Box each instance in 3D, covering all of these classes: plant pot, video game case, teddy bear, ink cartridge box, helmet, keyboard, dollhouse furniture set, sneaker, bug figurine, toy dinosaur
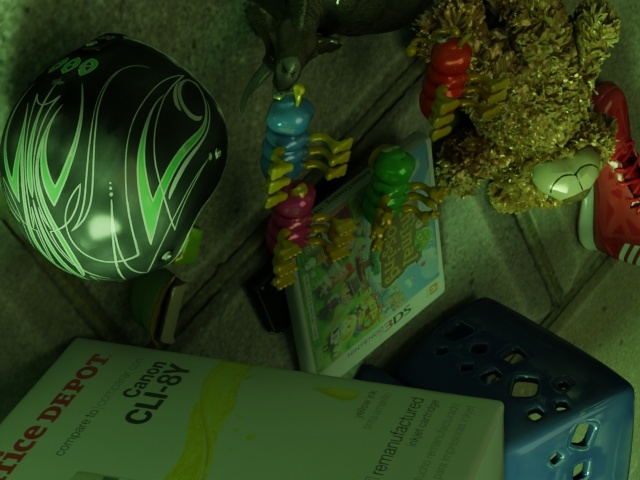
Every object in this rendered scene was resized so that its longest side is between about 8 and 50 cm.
[{"bbox_3d":[0.167,0.229,1.630,0.212,0.236,0.236,-21,125,-30],"label":"plant pot"},{"bbox_3d":[0.045,0.025,1.522,0.193,0.023,0.212,-38,139,-27],"label":"video game case"},{"bbox_3d":[0.207,-0.147,1.556,0.245,0.113,0.338,-33,131,-27],"label":"teddy bear"},{"bbox_3d":[-0.075,0.230,1.205,0.279,0.384,0.160,-54,146,-56],"label":"ink cartridge box"},{"bbox_3d":[-0.164,-0.055,1.189,0.161,0.169,0.169,-61,142,-26],"label":"helmet"},{"bbox_3d":[0.000,0.000,1.491,0.180,0.023,0.108,-44,142,-21],"label":"keyboard"},{"bbox_3d":[-0.147,0.011,1.314,0.058,0.076,0.152,6,105,-34],"label":"dollhouse furniture set"},{"bbox_3d":[0.354,-0.066,1.733,0.087,0.128,0.221,-36,134,-28],"label":"sneaker"},{"bbox_3d":[0.032,-0.074,1.349,0.279,0.072,0.216,-23,142,-38],"label":"bug figurine"},{"bbox_3d":[0.041,-0.231,1.357,0.313,0.121,0.160,-30,160,-44],"label":"toy dinosaur"}]
